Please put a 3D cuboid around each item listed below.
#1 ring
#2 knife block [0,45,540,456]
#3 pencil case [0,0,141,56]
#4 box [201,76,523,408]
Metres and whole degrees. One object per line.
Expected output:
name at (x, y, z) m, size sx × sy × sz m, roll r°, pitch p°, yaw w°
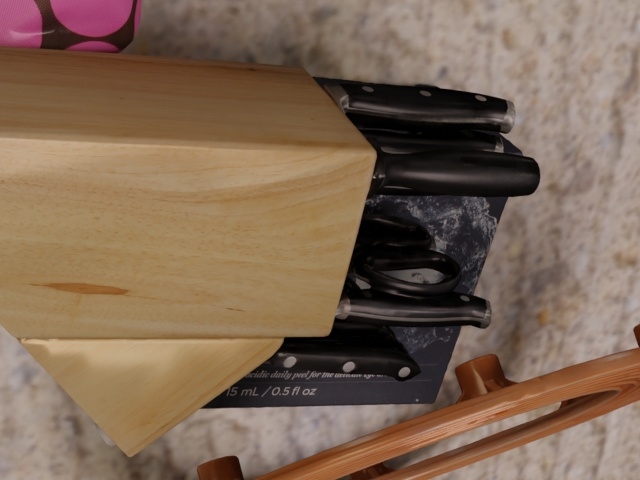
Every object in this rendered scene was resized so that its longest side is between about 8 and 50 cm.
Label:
ring at (0.052, 0.106, 0.947) m, size 0.336 × 0.032 × 0.336 m, roll -18°, pitch 167°, yaw -4°
knife block at (-0.035, -0.034, 0.768) m, size 0.242 × 0.088 × 0.276 m, roll -37°, pitch 129°, yaw -1°
pencil case at (-0.098, -0.180, 0.752) m, size 0.098 × 0.095 × 0.209 m, roll -6°, pitch 125°, yaw -42°
box at (0.000, 0.000, 0.928) m, size 0.156 × 0.093 × 0.158 m, roll 2°, pitch 117°, yaw -33°
